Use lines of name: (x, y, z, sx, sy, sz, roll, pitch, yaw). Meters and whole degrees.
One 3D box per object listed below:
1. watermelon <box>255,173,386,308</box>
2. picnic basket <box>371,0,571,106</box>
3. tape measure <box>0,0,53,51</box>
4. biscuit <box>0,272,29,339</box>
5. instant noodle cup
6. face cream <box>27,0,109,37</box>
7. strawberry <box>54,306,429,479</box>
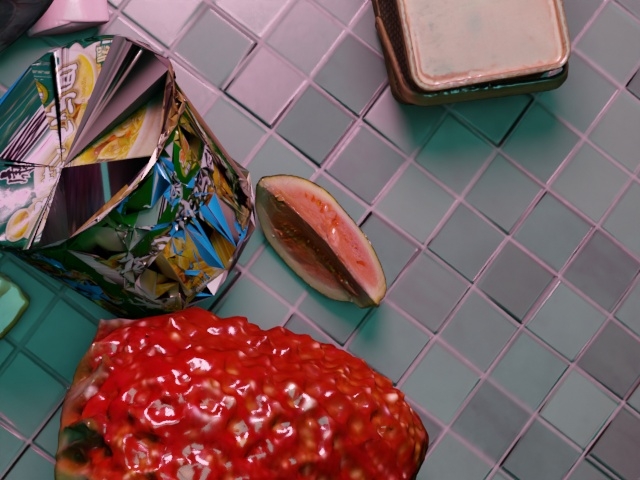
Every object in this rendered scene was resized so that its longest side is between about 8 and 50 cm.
watermelon: (-0.007, 0.006, 1.899, 0.069, 0.087, 0.163, -41, 92, 24)
picnic basket: (0.133, -0.260, 1.888, 0.165, 0.139, 0.266, -11, 89, -7)
tape measure: (-0.371, -0.227, 1.766, 0.275, 0.256, 0.147, -29, 84, -17)
biscuit: (-0.443, 0.023, 1.859, 0.309, 0.040, 0.204, 42, 83, -3)
instant noodle cup: (-0.180, -0.045, 1.791, 0.240, 0.240, 0.178, -50, 136, -6)
face cream: (-0.257, -0.295, 1.885, 0.084, 0.057, 0.198, -12, 88, 1)
strawberry: (-0.067, 0.202, 1.756, 0.344, 0.292, 0.292, 3, 87, -5)
